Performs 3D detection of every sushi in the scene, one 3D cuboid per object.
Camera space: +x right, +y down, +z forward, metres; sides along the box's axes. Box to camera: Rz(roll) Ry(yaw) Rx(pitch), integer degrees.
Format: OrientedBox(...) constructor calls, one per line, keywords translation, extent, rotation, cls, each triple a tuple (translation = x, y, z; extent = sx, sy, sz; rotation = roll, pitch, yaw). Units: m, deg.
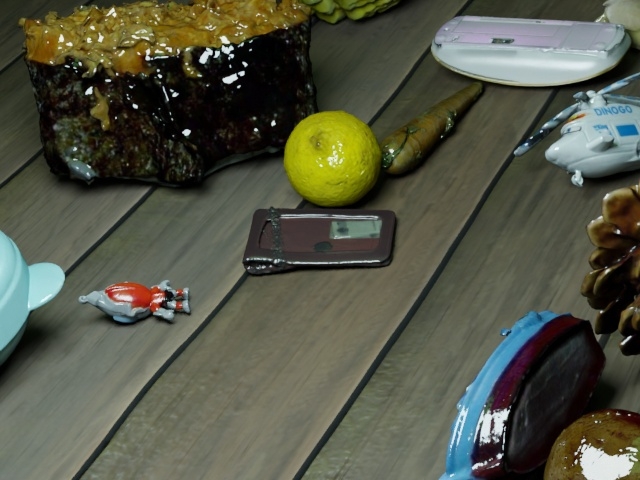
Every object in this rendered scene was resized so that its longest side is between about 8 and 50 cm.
OrientedBox(translation=(-0.173, -0.181, 1.890), extent=(0.348, 0.207, 0.234), rotation=(-8, 23, -1), cls="sushi")

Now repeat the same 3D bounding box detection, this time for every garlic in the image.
OrientedBox(translation=(0.434, -0.278, 1.992), extent=(0.101, 0.087, 0.195), rotation=(-39, 42, -21), cls="garlic")

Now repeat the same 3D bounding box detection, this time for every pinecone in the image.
OrientedBox(translation=(0.335, 0.043, 1.385), extent=(0.185, 0.168, 0.212), rotation=(23, 5, -45), cls="pinecone")

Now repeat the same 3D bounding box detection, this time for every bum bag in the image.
OrientedBox(translation=(0.000, 0.000, 1.711), extent=(0.159, 0.026, 0.109), rotation=(1, 32, 7), cls="bum bag")

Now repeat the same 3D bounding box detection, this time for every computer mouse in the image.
OrientedBox(translation=(0.259, -0.234, 1.991), extent=(0.245, 0.056, 0.126), rotation=(7, 31, 21), cls="computer mouse")

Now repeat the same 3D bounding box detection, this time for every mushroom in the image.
OrientedBox(translation=(0.237, 0.191, 1.273), extent=(0.127, 0.087, 0.127), rotation=(-17, 45, 18), cls="mushroom")

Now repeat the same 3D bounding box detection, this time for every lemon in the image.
OrientedBox(translation=(0.013, -0.089, 1.767), extent=(0.109, 0.109, 0.133), rotation=(-6, -4, 7), cls="lemon")

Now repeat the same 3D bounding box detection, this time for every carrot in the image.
OrientedBox(translation=(0.135, -0.138, 1.885), extent=(0.049, 0.049, 0.254), rotation=(9, 31, 30), cls="carrot")

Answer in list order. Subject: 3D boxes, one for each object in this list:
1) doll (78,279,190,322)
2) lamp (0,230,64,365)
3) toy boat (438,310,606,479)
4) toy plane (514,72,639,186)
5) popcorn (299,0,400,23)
OrientedBox(translation=(-0.189, 0.062, 1.644), extent=(0.114, 0.039, 0.057), rotation=(0, 62, -9), cls="doll")
OrientedBox(translation=(-0.402, 0.081, 1.563), extent=(0.284, 0.147, 0.209), rotation=(-23, 30, -37), cls="lamp")
OrientedBox(translation=(0.159, 0.138, 1.359), extent=(0.097, 0.100, 0.223), rotation=(-16, 20, 42), cls="toy boat")
OrientedBox(translation=(0.360, -0.117, 1.768), extent=(0.273, 0.107, 0.182), rotation=(-1, -24, -40), cls="toy plane")
OrientedBox(translation=(0.021, -0.421, 2.213), extent=(0.224, 0.270, 0.258), rotation=(-37, 84, -33), cls="popcorn")
